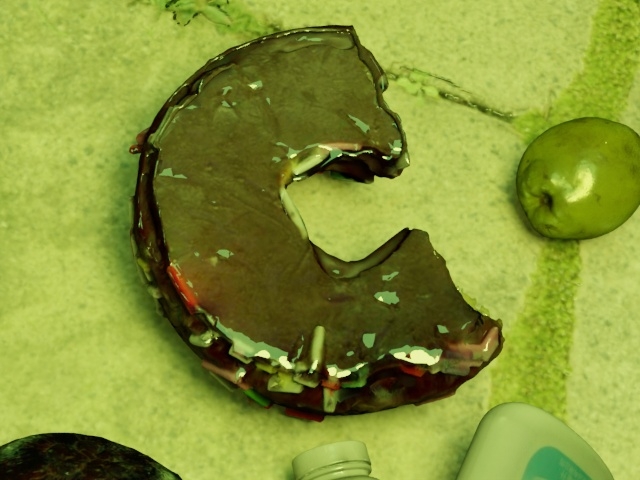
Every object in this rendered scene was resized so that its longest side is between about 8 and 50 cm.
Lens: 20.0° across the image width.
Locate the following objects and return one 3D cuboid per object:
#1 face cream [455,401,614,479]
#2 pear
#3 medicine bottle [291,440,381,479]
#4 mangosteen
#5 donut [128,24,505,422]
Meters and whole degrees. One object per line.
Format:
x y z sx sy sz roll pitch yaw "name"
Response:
0.125 0.298 1.383 0.163 0.080 0.336 46 57 -32 "face cream"
0.229 -0.055 1.581 0.107 0.107 0.131 46 54 11 "pear"
0.023 0.232 1.419 0.079 0.079 0.140 -9 68 -15 "medicine bottle"
-0.187 0.247 1.317 0.216 0.216 0.216 4 65 -9 "mangosteen"
-0.023 0.004 1.487 0.259 0.136 0.345 -21 71 -17 "donut"
